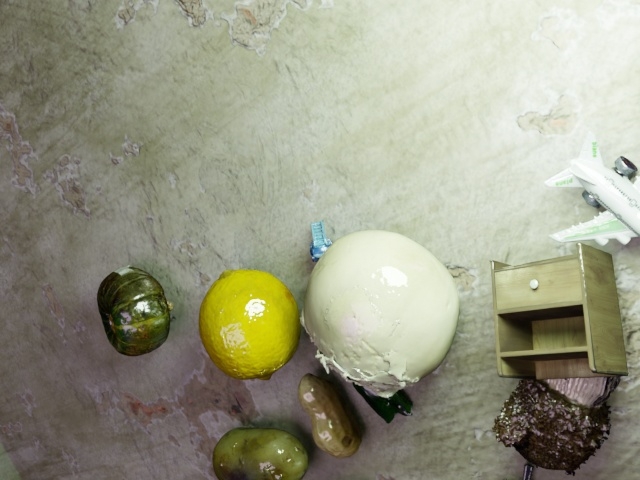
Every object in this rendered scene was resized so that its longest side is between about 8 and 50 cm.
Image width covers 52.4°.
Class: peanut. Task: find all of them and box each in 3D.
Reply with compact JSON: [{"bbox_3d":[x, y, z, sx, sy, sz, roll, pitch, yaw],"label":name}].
[{"bbox_3d":[0.018,0.437,1.615,0.236,0.120,0.110,60,167,-9],"label":"peanut"}]

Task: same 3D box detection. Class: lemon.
[{"bbox_3d":[-0.168,0.203,1.562,0.267,0.267,0.267,13,116,29],"label":"lemon"}]

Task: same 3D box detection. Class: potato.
[{"bbox_3d":[-0.163,0.609,1.774,0.308,0.173,0.210,-22,95,40],"label":"potato"}]

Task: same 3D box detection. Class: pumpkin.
[{"bbox_3d":[-0.510,0.201,1.836,0.260,0.189,0.260,34,133,46],"label":"pumpkin"}]

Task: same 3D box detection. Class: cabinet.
[{"bbox_3d":[0.413,0.130,1.144,0.175,0.148,0.215,-14,69,42],"label":"cabinet"}]

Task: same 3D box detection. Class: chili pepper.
[{"bbox_3d":[0.123,0.344,1.544,0.224,0.061,0.098,45,120,12],"label":"chili pepper"}]

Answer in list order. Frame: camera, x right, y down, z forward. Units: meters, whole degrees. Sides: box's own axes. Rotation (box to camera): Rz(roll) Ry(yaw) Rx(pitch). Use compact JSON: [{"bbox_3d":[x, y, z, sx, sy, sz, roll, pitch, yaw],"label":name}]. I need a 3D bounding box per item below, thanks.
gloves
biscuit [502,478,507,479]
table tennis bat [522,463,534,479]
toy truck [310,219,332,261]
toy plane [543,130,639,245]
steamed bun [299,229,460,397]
[{"bbox_3d":[0.456,0.336,1.272,0.211,0.135,0.312,12,116,26],"label":"gloves"},{"bbox_3d":[0.469,0.609,1.433,0.188,0.052,0.056,38,109,14],"label":"biscuit"},{"bbox_3d":[0.440,0.565,1.411,0.095,0.014,0.158,10,90,18],"label":"table tennis bat"},{"bbox_3d":[0.000,0.000,1.478,0.056,0.073,0.090,-10,94,2],"label":"toy truck"},{"bbox_3d":[0.516,-0.064,1.089,0.255,0.101,0.251,40,126,8],"label":"toy plane"},{"bbox_3d":[0.113,0.146,1.345,0.334,0.233,0.311,19,121,16],"label":"steamed bun"}]
